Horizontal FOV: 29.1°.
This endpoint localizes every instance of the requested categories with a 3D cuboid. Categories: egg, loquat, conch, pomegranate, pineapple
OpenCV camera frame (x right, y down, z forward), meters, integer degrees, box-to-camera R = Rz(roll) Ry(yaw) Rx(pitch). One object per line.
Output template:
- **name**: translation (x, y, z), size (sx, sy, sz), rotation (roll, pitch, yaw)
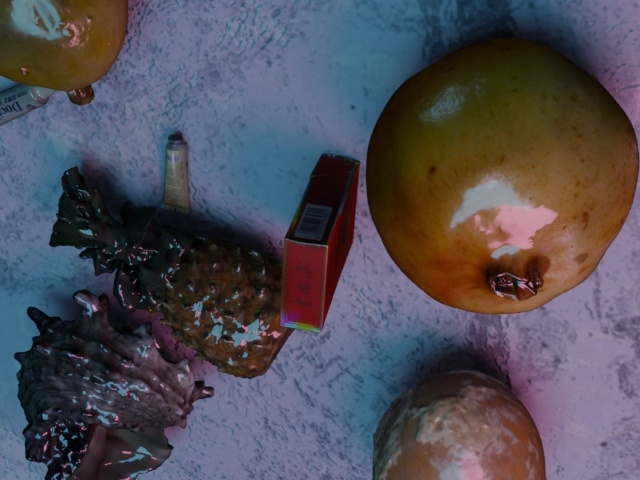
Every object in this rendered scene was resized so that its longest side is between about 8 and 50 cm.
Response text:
- **egg**: translation (0.157, 0.254, 1.390), size (0.203, 0.203, 0.245), rotation (7, 133, 12)
- **loquat**: translation (-0.274, -0.224, 1.246), size (0.172, 0.149, 0.204), rotation (-10, 130, 17)
- **conch**: translation (-0.250, 0.188, 1.498), size (0.240, 0.186, 0.313), rotation (8, 126, -4)
- **pomegranate**: translation (0.171, -0.054, 1.162), size (0.264, 0.264, 0.264), rotation (7, 123, 11)
- **pineapple**: translation (-0.166, 0.026, 1.384), size (0.310, 0.141, 0.170), rotation (32, 153, 3)

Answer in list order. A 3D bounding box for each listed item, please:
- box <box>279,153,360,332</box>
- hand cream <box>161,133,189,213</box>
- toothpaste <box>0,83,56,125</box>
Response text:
- **box**: translation (-0.001, 0.000, 1.291), size (0.048, 0.175, 0.112), rotation (9, 123, 8)
- **hand cream**: translation (-0.163, -0.074, 1.387), size (0.035, 0.022, 0.102), rotation (11, 129, 9)
- **toothpaste**: translation (-0.372, -0.145, 1.396), size (0.197, 0.029, 0.048), rotation (-18, 115, 28)
